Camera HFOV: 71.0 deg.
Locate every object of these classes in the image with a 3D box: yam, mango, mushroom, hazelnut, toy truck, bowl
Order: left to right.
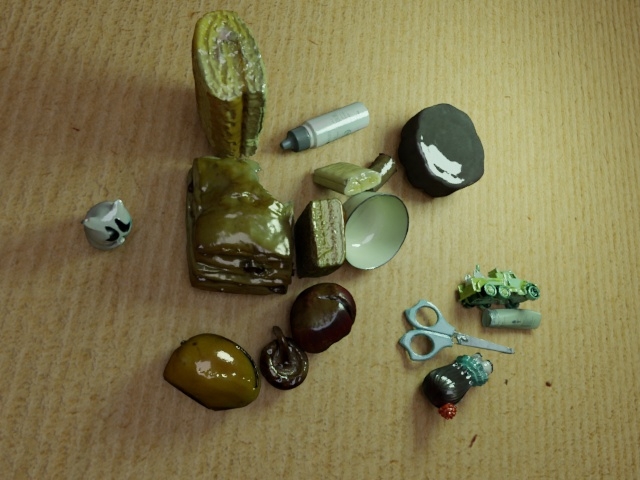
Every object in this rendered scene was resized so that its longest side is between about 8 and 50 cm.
[{"bbox_3d":[-0.257,0.328,1.120,0.236,0.136,0.166,39,64,-13],"label":"mango"},{"bbox_3d":[-0.103,0.314,1.210,0.135,0.080,0.171,-6,79,-34],"label":"mushroom"},{"bbox_3d":[0.002,0.215,1.231,0.178,0.178,0.204,37,48,-8],"label":"hazelnut"},{"bbox_3d":[0.133,-0.045,1.330,0.237,0.126,0.238,-15,121,-26],"label":"bowl"},{"bbox_3d":[0.181,-0.212,1.443,0.084,0.084,0.127,46,71,-5],"label":"yam"},{"bbox_3d":[0.588,0.150,1.484,0.259,0.128,0.135,7,61,-18],"label":"toy truck"}]

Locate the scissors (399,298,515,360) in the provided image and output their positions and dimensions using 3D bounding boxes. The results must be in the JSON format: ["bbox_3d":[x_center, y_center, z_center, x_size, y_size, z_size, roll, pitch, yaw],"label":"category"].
[{"bbox_3d":[0.426,0.305,1.387,0.359,0.029,0.191,14,71,-1],"label":"scissors"}]

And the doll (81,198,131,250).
[{"bbox_3d":[-0.517,-0.036,1.093,0.107,0.180,0.110,49,65,-18],"label":"doll"}]

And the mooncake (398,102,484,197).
[{"bbox_3d":[0.400,-0.295,1.501,0.305,0.154,0.307,4,77,-19],"label":"mooncake"}]

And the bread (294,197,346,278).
[{"bbox_3d":[0.000,0.000,1.236,0.110,0.234,0.185,-2,79,-15],"label":"bread"}]

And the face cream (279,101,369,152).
[{"bbox_3d":[0.009,-0.346,1.401,0.311,0.092,0.092,-27,88,-25],"label":"face cream"}]

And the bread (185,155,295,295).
[{"bbox_3d":[-0.203,-0.049,1.200,0.313,0.191,0.371,5,74,-18],"label":"bread"}]

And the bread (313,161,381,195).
[{"bbox_3d":[0.075,-0.190,1.345,0.139,0.178,0.060,-23,119,-26],"label":"bread"}]

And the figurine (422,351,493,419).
[{"bbox_3d":[0.421,0.424,1.354,0.245,0.138,0.110,-20,129,-28],"label":"figurine"}]

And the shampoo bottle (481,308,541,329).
[{"bbox_3d":[0.643,0.266,1.510,0.212,0.049,0.072,2,109,-19],"label":"shampoo bottle"}]

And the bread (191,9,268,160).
[{"bbox_3d":[-0.238,-0.381,1.167,0.164,0.375,0.237,-16,80,-15],"label":"bread"}]
